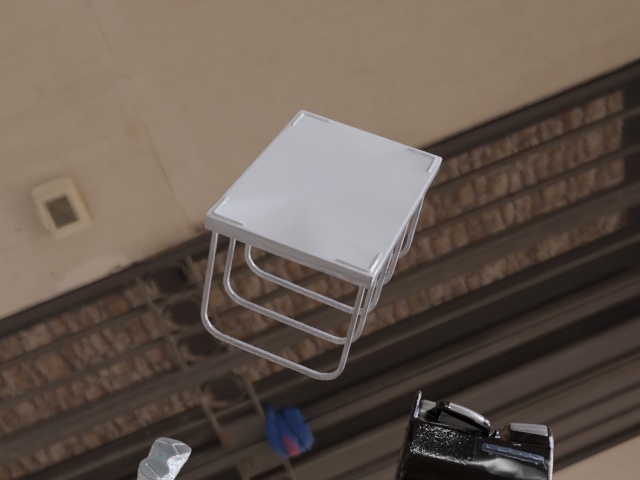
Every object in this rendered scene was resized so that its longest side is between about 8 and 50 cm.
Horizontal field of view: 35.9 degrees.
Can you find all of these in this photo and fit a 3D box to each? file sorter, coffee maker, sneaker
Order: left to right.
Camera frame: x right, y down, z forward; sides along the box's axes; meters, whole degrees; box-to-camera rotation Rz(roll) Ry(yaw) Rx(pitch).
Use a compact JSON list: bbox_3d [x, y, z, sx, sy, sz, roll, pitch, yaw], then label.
[{"bbox_3d":[-0.234,0.333,1.430,0.152,0.053,0.061,-38,149,-74],"label":"sneaker"},{"bbox_3d":[0.000,0.000,1.182,0.278,0.192,0.173,-55,162,-51],"label":"file sorter"},{"bbox_3d":[0.181,0.286,1.189,0.120,0.178,0.171,84,21,-70],"label":"coffee maker"}]
